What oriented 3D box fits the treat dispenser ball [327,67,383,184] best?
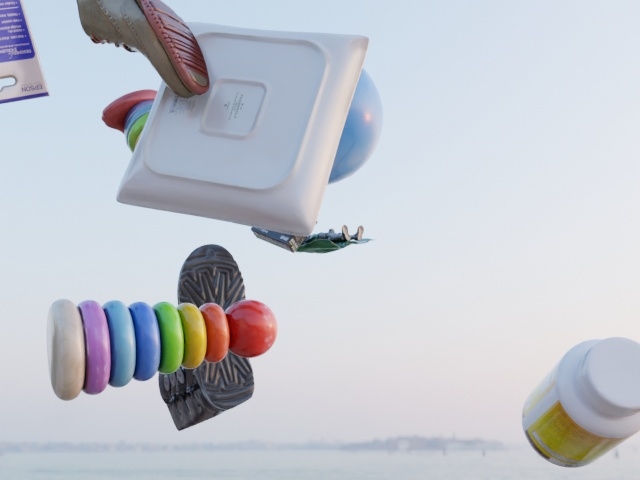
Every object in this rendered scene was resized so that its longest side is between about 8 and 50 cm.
[{"bbox_3d":[-0.014,-0.256,1.689,0.288,0.288,0.288,0,-14,0],"label":"treat dispenser ball"}]

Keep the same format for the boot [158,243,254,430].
[{"bbox_3d":[-0.287,0.243,1.904,0.146,0.366,0.445,-2,-16,-19],"label":"boot"}]

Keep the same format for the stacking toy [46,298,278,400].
[{"bbox_3d":[-0.218,0.145,1.176,0.331,0.141,0.141,-2,-12,-26],"label":"stacking toy"}]

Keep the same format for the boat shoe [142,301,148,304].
[{"bbox_3d":[-0.339,0.145,1.412,0.035,0.100,0.035,30,-7,29],"label":"boat shoe"}]

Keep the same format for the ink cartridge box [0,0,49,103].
[{"bbox_3d":[-0.594,-0.404,1.354,0.176,0.370,0.069,-19,7,-36],"label":"ink cartridge box"}]

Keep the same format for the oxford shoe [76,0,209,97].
[{"bbox_3d":[-0.299,-0.340,1.292,0.130,0.348,0.123,-39,-20,13],"label":"oxford shoe"}]

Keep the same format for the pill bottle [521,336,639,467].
[{"bbox_3d":[0.325,0.193,0.975,0.117,0.117,0.215,1,-28,-3],"label":"pill bottle"}]

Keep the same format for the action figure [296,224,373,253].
[{"bbox_3d":[0.000,0.000,1.869,0.137,0.063,0.232,3,-8,-40],"label":"action figure"}]

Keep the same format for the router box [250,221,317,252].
[{"bbox_3d":[-0.081,-0.033,1.784,0.122,0.092,0.038,20,-24,39],"label":"router box"}]

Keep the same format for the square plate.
[{"bbox_3d":[-0.130,-0.197,1.274,0.344,0.347,0.049,10,-18,19],"label":"square plate"}]

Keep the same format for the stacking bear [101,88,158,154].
[{"bbox_3d":[-0.390,-0.231,1.983,0.164,0.289,0.175,-38,-38,1],"label":"stacking bear"}]
